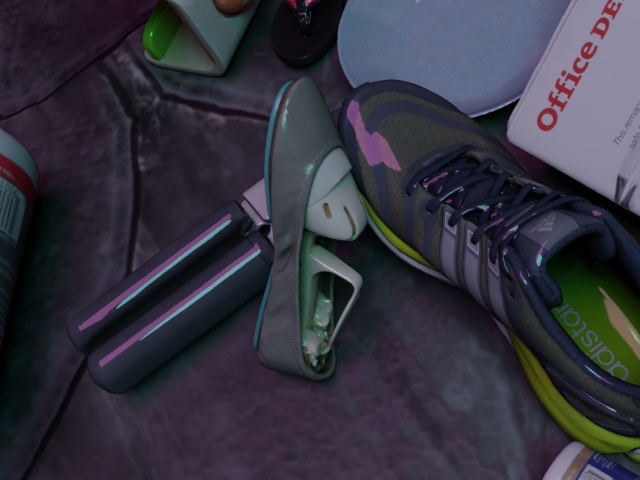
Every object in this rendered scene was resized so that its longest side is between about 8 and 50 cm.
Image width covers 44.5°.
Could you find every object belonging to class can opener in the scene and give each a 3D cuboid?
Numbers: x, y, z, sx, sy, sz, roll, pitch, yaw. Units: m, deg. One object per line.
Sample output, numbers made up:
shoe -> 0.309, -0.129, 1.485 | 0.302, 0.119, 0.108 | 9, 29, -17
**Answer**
can opener -> -0.069, -0.005, 0.581 | 0.283, 0.095, 0.076 | -37, 57, -7

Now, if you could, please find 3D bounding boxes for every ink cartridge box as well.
ink cartridge box -> 0.248, -0.078, 0.464 | 0.219, 0.092, 0.160 | 39, 114, 31

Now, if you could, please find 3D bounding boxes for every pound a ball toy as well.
pound a ball toy -> -0.106, -0.294, 0.671 | 0.135, 0.208, 0.319 | 14, 71, 26

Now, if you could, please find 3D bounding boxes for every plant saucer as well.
plant saucer -> 0.111, -0.169, 0.627 | 0.194, 0.037, 0.195 | -9, 62, 17

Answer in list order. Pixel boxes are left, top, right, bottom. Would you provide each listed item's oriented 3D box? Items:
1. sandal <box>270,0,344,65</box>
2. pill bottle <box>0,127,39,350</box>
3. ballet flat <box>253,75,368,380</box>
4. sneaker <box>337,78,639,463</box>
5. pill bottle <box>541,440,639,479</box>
sandal -> -0.004, -0.236, 0.701 | 0.067, 0.040, 0.179 | 10, 70, 25
pill bottle -> -0.337, 0.064, 0.604 | 0.176, 0.176, 0.319 | -5, 63, 18
ballet flat -> 0.000, 0.000, 0.516 | 0.068, 0.213, 0.072 | 19, 30, 21
sneaker -> 0.120, -0.004, 0.471 | 0.111, 0.121, 0.300 | -41, 70, -10
pill bottle -> 0.175, 0.167, 0.422 | 0.120, 0.067, 0.067 | 29, 78, 30
